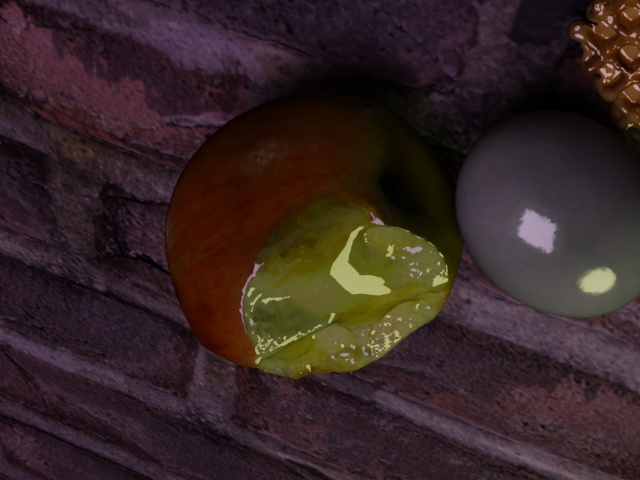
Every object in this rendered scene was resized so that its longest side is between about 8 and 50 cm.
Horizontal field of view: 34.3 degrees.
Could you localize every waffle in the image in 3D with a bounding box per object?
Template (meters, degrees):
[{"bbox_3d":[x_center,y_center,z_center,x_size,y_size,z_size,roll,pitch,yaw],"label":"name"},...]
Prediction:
[{"bbox_3d":[0.275,-0.138,0.736,0.191,0.038,0.191,16,136,16],"label":"waffle"}]

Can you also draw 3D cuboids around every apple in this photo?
[{"bbox_3d":[0.000,0.000,0.872,0.226,0.246,0.246,-20,119,32],"label":"apple"}]

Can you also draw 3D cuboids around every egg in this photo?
[{"bbox_3d":[0.189,-0.019,0.815,0.149,0.149,0.192,-21,134,41],"label":"egg"}]
